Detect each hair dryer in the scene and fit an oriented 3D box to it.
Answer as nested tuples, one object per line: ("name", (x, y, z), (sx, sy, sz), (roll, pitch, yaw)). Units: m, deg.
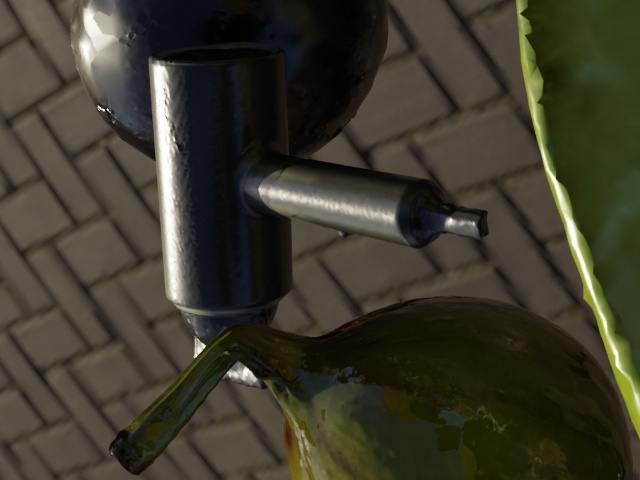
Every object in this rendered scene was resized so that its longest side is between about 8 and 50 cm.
("hair dryer", (0.000, 0.000, 1.085), (0.248, 0.078, 0.195), (13, 111, 50))

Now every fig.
("fig", (0.038, 0.078, 0.843), (0.186, 0.142, 0.148), (42, 120, -9))

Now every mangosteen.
("mangosteen", (-0.062, -0.164, 1.327), (0.211, 0.250, 0.211), (-3, 134, -4))

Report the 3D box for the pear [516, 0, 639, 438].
("pear", (0.162, -0.042, 0.444), (0.292, 0.292, 0.159), (37, 179, 17))
